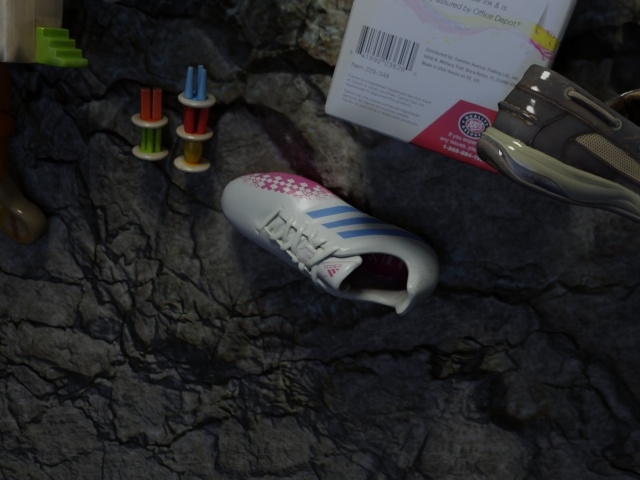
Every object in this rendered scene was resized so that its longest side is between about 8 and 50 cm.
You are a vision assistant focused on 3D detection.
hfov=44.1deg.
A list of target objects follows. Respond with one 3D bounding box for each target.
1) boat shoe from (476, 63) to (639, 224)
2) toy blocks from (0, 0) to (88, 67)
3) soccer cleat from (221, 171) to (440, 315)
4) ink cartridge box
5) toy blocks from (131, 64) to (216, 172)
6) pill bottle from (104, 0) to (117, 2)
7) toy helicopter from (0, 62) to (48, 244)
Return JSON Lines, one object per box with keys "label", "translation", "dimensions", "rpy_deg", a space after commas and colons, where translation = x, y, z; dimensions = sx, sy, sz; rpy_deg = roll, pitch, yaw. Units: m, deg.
{"label": "boat shoe", "translation": [0.334, -0.088, 0.822], "dimensions": [0.356, 0.132, 0.130], "rpy_deg": [12, 110, -27]}
{"label": "toy blocks", "translation": [-0.486, -0.388, 1.067], "dimensions": [0.382, 0.191, 0.260], "rpy_deg": [14, 107, 26]}
{"label": "soccer cleat", "translation": [0.000, 0.000, 1.065], "dimensions": [0.331, 0.143, 0.116], "rpy_deg": [20, 121, 12]}
{"label": "ink cartridge box", "translation": [0.159, -0.256, 0.868], "dimensions": [0.226, 0.131, 0.306], "rpy_deg": [22, 115, 10]}
{"label": "toy blocks", "translation": [-0.207, -0.180, 1.112], "dimensions": [0.123, 0.054, 0.148], "rpy_deg": [17, 120, 13]}
{"label": "pill bottle", "translation": [-0.283, -0.425, 0.974], "dimensions": [0.131, 0.131, 0.229], "rpy_deg": [-30, 101, 31]}
{"label": "toy helicopter", "translation": [-0.530, -0.141, 1.232], "dimensions": [0.235, 0.140, 0.355], "rpy_deg": [-8, 125, 29]}
